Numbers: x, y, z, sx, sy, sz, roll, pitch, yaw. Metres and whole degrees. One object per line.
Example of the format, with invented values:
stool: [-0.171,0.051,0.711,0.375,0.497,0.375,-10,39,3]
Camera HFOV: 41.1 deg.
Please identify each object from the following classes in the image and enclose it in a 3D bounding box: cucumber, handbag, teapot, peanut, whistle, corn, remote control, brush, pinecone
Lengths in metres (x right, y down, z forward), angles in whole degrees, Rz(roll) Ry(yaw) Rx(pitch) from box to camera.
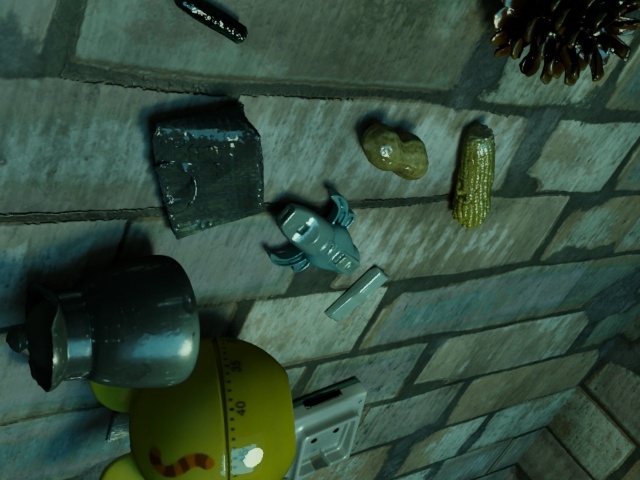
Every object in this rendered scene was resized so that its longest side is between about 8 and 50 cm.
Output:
cucumber: [-0.156,-0.316,1.199,0.032,0.032,0.133,-50,144,15]
handbag: [-0.181,-0.110,1.382,0.175,0.088,0.270,-19,142,-15]
teapot: [-0.382,0.144,1.418,0.285,0.305,0.223,-5,91,-31]
peanut: [0.143,-0.169,1.616,0.193,0.089,0.089,14,120,-51]
whistle: [0.000,0.000,1.672,0.186,0.093,0.274,-44,143,7]
corn: [0.333,-0.128,1.848,0.086,0.086,0.288,-27,142,-19]
remote control: [0.085,0.127,1.952,0.162,0.029,0.061,-44,145,8]
brush: [-0.329,0.367,1.849,0.272,0.013,0.103,-12,138,-36]
pinecone: [0.437,-0.386,1.498,0.264,0.264,0.264,-26,144,-20]

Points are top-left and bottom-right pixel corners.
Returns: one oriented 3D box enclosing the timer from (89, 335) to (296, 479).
timer: [-0.246,0.356,1.660,0.387,0.376,0.376,-4,138,-9]

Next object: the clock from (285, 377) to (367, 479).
clock: [-0.004,0.501,2.230,0.262,0.116,0.231,-16,140,-32]
